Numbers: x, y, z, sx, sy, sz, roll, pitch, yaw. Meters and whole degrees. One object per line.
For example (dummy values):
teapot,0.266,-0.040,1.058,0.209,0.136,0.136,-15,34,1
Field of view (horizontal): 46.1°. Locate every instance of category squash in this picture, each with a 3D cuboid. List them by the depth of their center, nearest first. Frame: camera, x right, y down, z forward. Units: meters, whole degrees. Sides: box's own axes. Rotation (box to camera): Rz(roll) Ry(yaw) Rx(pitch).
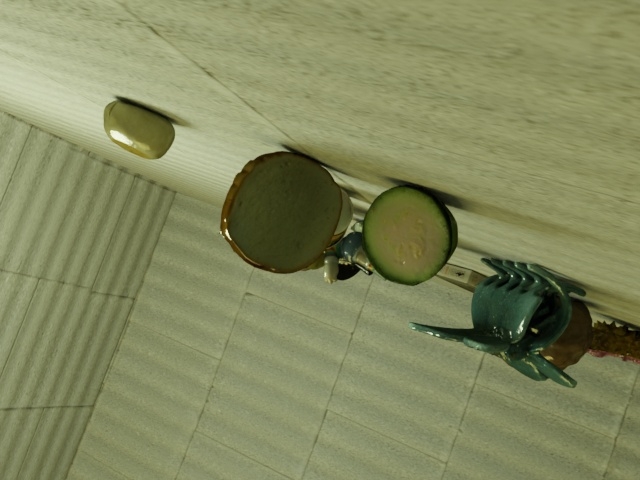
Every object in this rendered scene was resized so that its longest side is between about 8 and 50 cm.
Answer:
squash,0.164,-0.008,1.301,0.170,0.170,0.122,19,-171,28

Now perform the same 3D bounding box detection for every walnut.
walnut,0.617,0.260,2.091,0.273,0.227,0.273,7,-161,-2

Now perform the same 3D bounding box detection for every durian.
durian,0.917,0.304,2.251,0.340,0.112,0.191,13,168,-2

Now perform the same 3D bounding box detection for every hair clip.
hair clip,0.463,0.185,1.807,0.391,0.239,0.318,24,175,-13

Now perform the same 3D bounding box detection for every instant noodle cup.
instant noodle cup,0.004,-0.060,1.655,0.151,0.152,0.122,21,165,-10

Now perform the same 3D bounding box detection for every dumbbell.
dumbbell,0.034,0.011,2.122,0.325,0.143,0.143,37,-172,37

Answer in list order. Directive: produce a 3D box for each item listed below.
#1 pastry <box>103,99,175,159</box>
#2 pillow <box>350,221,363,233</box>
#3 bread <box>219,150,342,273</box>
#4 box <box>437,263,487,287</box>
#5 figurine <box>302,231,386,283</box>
pastry,-0.383,-0.232,1.577,0.156,0.092,0.156,22,169,4
pillow,0.196,0.001,2.160,0.229,0.051,0.128,23,174,-8
bread,-0.073,-0.051,1.385,0.236,0.236,0.070,22,177,-26
box,0.540,0.155,2.541,0.365,0.051,0.204,23,177,-37
figurine,0.011,-0.012,1.933,0.381,0.205,0.225,11,-153,0
